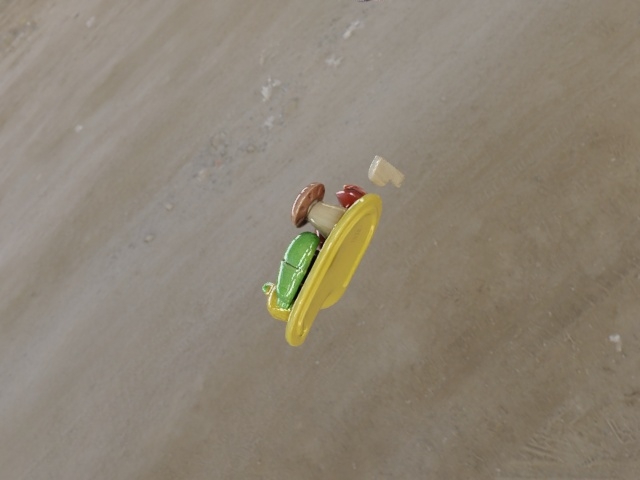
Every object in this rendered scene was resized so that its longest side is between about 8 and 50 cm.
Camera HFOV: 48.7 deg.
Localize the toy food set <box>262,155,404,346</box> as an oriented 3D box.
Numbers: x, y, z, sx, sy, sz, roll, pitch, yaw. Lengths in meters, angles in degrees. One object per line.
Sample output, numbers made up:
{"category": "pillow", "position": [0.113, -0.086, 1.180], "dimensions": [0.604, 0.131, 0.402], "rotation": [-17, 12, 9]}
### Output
{"category": "toy food set", "position": [0.000, 0.000, 0.728], "dimensions": [0.071, 0.128, 0.218], "rotation": [31, 103, 17]}
